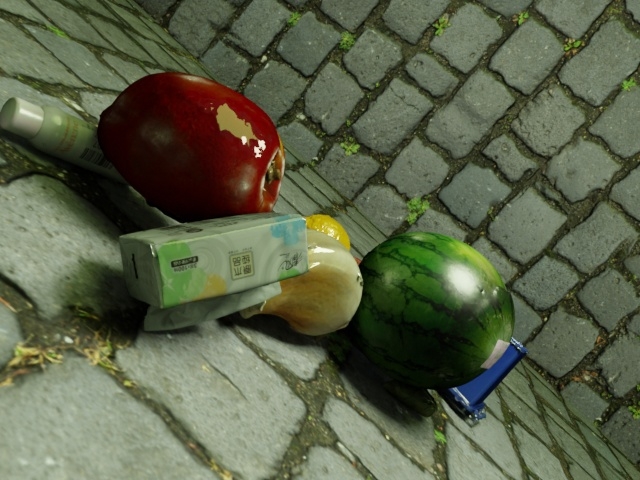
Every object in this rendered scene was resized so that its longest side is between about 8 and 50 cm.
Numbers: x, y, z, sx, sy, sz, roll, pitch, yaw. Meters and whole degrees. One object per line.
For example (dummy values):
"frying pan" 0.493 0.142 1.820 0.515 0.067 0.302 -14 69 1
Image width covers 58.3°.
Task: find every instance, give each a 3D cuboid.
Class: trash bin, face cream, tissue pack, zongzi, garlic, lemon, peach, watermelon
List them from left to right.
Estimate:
"face cream" -0.430 -0.174 1.023 0.269 0.082 0.082 23 23 -54
"peach" -0.214 -0.183 0.980 0.361 0.201 0.258 33 28 9
"tissue pack" -0.150 0.045 0.834 0.229 0.145 0.159 -13 10 -33
"garlic" -0.071 0.067 1.098 0.313 0.286 0.249 14 75 -53
"lemon" 0.000 0.000 1.586 0.187 0.142 0.142 39 13 -21
"zongzi" 0.196 0.345 1.251 0.119 0.055 0.109 3 39 -53
"watermelon" 0.224 0.145 1.229 0.363 0.363 0.363 40 13 -11
"trash bin" 0.428 0.341 1.523 0.184 0.234 0.162 48 14 26

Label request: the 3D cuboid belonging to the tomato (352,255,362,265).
"tomato" 0.091 0.153 1.458 0.228 0.101 0.228 35 29 -23
